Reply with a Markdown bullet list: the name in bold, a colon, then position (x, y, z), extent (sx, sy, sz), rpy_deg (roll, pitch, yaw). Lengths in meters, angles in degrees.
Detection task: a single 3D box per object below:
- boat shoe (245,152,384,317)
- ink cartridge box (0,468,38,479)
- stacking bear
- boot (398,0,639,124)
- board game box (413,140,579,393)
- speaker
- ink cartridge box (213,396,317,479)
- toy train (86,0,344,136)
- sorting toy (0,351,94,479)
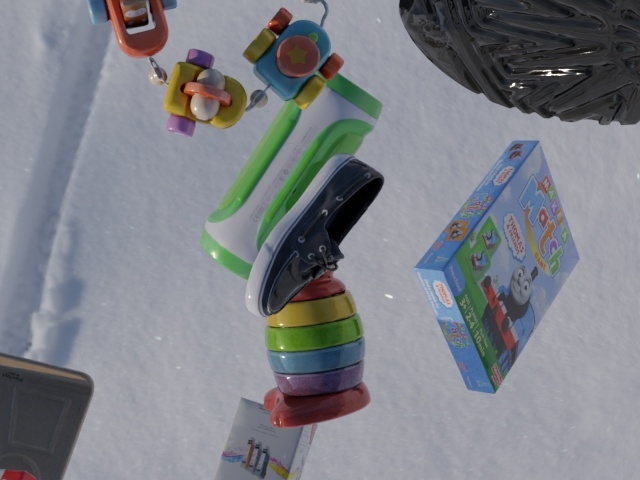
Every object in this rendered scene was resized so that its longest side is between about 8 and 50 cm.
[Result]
- **boat shoe**: position (0.000, 0.000, 1.153), extent (0.076, 0.080, 0.229), rpy_deg (24, 68, 31)
- **ink cartridge box**: position (-0.323, 0.279, 0.881), extent (0.230, 0.078, 0.134), rpy_deg (-4, 50, 24)
- **stacking bear**: position (-0.020, 0.114, 1.484), extent (0.164, 0.175, 0.289), rpy_deg (-8, 95, -9)
- **boot**: position (0.236, -0.201, 0.554), extent (0.347, 0.131, 0.260), rpy_deg (4, 55, 36)
- **board game box**: position (0.185, 0.023, 0.992), extent (0.039, 0.160, 0.211), rpy_deg (3, 40, 42)
- **speaker**: position (-0.041, -0.091, 1.333), extent (0.131, 0.131, 0.297), rpy_deg (37, 98, 20)
- **ink cartridge box**: position (-0.098, 0.380, 1.703), extent (0.127, 0.128, 0.176), rpy_deg (16, 77, 12)
- **toy train**: position (-0.063, -0.136, 0.643), extent (0.166, 0.046, 0.125), rpy_deg (-11, 93, -12)
- **sorting toy**: position (-0.379, 0.235, 1.128), extent (0.192, 0.038, 0.208), rpy_deg (13, 68, 5)
